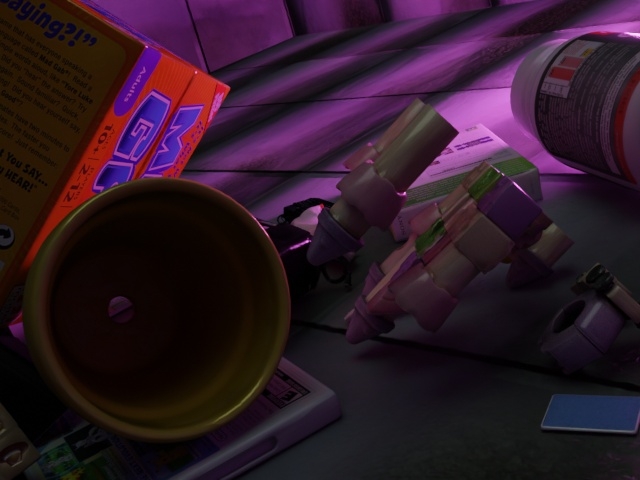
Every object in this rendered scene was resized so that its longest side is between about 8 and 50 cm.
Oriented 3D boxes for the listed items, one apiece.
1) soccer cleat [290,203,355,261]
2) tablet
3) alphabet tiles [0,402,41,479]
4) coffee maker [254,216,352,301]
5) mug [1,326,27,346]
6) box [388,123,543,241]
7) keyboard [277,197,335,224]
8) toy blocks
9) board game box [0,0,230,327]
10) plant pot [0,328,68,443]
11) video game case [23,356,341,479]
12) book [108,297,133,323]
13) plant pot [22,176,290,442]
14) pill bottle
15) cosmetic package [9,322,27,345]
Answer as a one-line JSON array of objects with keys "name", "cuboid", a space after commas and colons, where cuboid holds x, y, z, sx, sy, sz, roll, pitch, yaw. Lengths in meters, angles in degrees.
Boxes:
[{"name": "soccer cleat", "cuboid": [0.000, 0.000, 1.302, 0.076, 0.068, 0.196, -34, 21, -3]}, {"name": "tablet", "cuboid": [0.244, 0.156, 0.779, 0.083, 0.006, 0.054, -3, 24, 30]}, {"name": "alphabet tiles", "cuboid": [-0.400, 0.235, 0.820, 0.237, 0.198, 0.009, -37, -12, -30]}, {"name": "coffee maker", "cuboid": [-0.069, 0.038, 1.118, 0.171, 0.120, 0.178, -7, 9, 20]}, {"name": "mug", "cuboid": [-0.462, 0.123, 1.174, 0.113, 0.169, 0.150, -6, 23, 28]}, {"name": "box", "cuboid": [0.200, -0.103, 1.418, 0.232, 0.059, 0.322, -16, 19, 1]}, {"name": "keyboard", "cuboid": [-0.009, -0.050, 1.466, 0.100, 0.038, 0.192, -25, 21, -20]}, {"name": "toy blocks", "cuboid": [0.126, 0.039, 0.949, 0.260, 0.309, 0.288, -47, 4, 10]}, {"name": "board game box", "cuboid": [-0.388, -0.151, 1.087, 0.356, 0.356, 0.356, -58, -6, 7]}, {"name": "plant pot", "cuboid": [-0.422, 0.163, 0.958, 0.187, 0.167, 0.188, -44, 31, -16]}, {"name": "video game case", "cuboid": [-0.182, 0.195, 0.966, 0.299, 0.036, 0.329, -25, 23, -23]}, {"name": "book", "cuboid": [-0.327, 0.122, 1.280, 0.144, 0.035, 0.096, -28, 19, -24]}, {"name": "plant pot", "cuboid": [-0.192, 0.072, 0.922, 0.254, 0.254, 0.239, -26, 8, -25]}, {"name": "pill bottle", "cuboid": [0.430, -0.190, 1.240, 0.210, 0.210, 0.363, -20, 21, -10]}, {"name": "cosmetic package", "cuboid": [-0.511, 0.097, 1.306, 0.151, 0.151, 0.183, 3, 29, 41]}]
